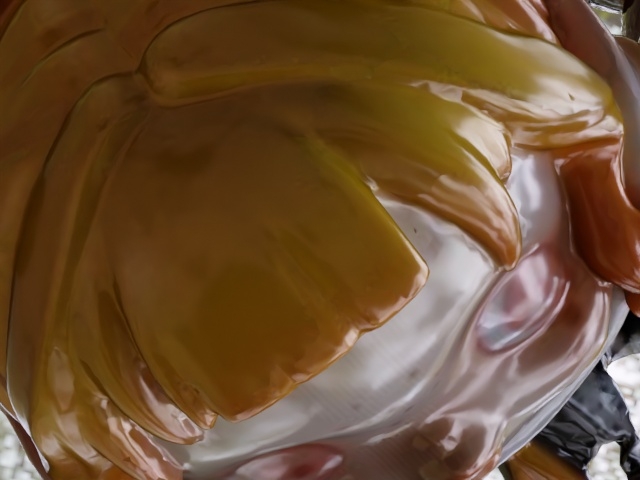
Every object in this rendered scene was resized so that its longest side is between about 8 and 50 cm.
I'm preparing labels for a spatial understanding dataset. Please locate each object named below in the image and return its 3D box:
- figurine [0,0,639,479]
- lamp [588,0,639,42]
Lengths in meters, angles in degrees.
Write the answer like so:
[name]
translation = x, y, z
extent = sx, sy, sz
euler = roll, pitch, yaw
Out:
[figurine]
translation = -0.001, -0.002, 0.601
extent = 0.320, 0.323, 0.196
euler = -37, -126, 5
[lamp]
translation = 0.253, -0.110, 0.955
extent = 0.258, 0.180, 0.180
euler = 18, -93, 11
